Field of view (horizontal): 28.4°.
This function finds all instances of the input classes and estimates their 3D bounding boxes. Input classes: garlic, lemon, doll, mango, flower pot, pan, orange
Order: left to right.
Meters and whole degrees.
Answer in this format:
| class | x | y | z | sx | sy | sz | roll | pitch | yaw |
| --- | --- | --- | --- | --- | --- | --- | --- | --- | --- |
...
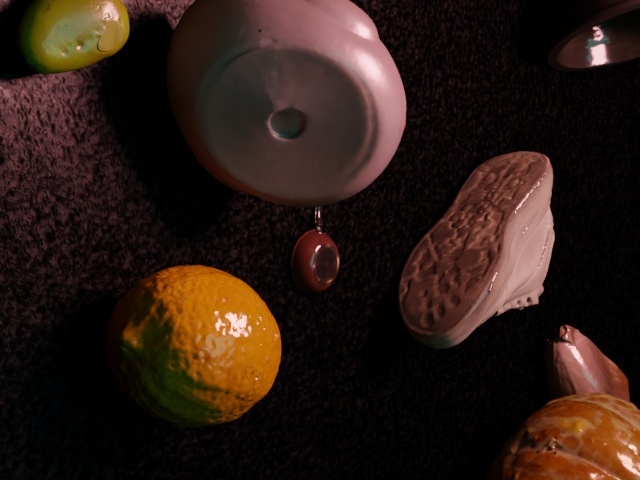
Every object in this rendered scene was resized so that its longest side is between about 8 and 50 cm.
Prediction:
| class | x | y | z | sx | sy | sz | roll | pitch | yaw |
| --- | --- | --- | --- | --- | --- | --- | --- | --- | --- |
| mango | -0.208 | -0.176 | 1.053 | 0.108 | 0.056 | 0.073 | -46 | 118 | -36 |
| lemon | -0.106 | 0.095 | 1.117 | 0.187 | 0.142 | 0.142 | 21 | 75 | -55 |
| doll | -0.023 | -0.152 | 1.198 | 0.251 | 0.221 | 0.221 | 25 | 70 | -18 |
| pan | 0.000 | 0.000 | 1.329 | 0.068 | 0.023 | 0.115 | 12 | 82 | -48 |
| garlic | 0.357 | 0.198 | 1.716 | 0.195 | 0.087 | 0.101 | 40 | 48 | -39 |
| orange | 0.336 | 0.354 | 1.564 | 0.329 | 0.249 | 0.329 | 4 | 85 | -52 |
| flower pot | 0.389 | -0.335 | 1.663 | 0.235 | 0.235 | 0.148 | -2 | 73 | -50 |

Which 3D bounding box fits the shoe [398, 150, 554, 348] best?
| class | x | y | z | sx | sy | sz | roll | pitch | yaw |
| --- | --- | --- | --- | --- | --- | --- | --- | --- | --- |
| shoe | 0.202 | 0.041 | 1.502 | 0.316 | 0.124 | 0.159 | -55 | 136 | -34 |
